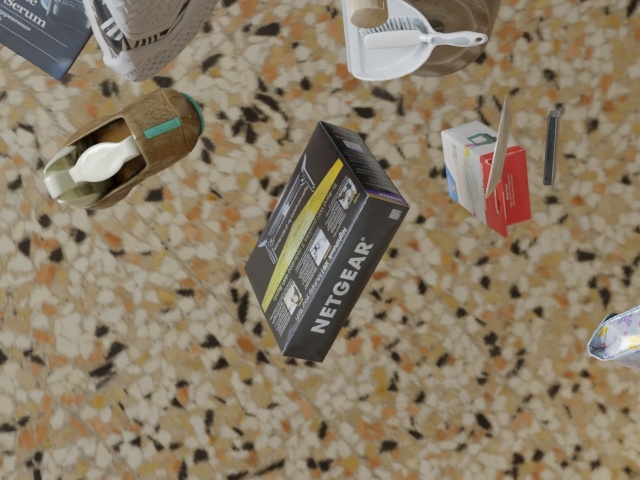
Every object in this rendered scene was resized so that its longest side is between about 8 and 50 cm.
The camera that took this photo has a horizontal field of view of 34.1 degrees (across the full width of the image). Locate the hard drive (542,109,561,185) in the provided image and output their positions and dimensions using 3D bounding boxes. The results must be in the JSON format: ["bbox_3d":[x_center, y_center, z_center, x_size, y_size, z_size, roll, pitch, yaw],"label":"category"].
[{"bbox_3d":[0.454,-0.184,2.050,0.022,0.094,0.135,5,107,15],"label":"hard drive"}]

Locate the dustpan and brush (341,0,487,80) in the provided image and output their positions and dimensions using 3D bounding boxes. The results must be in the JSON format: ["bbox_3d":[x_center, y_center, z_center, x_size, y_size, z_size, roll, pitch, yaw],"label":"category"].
[{"bbox_3d":[0.139,-0.302,1.541,0.211,0.060,0.147,-2,125,7],"label":"dustpan and brush"}]

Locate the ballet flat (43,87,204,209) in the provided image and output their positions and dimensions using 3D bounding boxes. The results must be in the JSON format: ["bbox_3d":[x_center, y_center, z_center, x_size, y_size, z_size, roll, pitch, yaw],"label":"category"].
[{"bbox_3d":[-0.285,-0.101,1.367,0.124,0.342,0.116,-34,101,-40],"label":"ballet flat"}]

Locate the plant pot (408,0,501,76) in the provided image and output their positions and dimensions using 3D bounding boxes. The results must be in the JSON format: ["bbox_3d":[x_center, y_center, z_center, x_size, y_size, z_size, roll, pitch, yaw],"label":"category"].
[{"bbox_3d":[0.185,-0.433,1.780,0.323,0.280,0.323,0,136,0],"label":"plant pot"}]

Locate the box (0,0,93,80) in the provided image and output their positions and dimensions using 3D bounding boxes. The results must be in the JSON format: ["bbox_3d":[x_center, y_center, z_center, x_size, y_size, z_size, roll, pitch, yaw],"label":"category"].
[{"bbox_3d":[-0.406,-0.491,1.574,0.294,0.395,0.212,32,44,-17],"label":"box"}]

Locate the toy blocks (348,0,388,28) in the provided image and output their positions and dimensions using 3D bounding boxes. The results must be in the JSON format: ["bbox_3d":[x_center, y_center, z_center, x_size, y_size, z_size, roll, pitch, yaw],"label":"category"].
[{"bbox_3d":[0.059,-0.405,1.016,0.289,0.309,0.260,25,54,-50],"label":"toy blocks"}]

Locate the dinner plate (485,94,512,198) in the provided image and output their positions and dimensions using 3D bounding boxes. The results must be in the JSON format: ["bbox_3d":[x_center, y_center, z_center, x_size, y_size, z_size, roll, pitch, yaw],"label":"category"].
[{"bbox_3d":[0.241,-0.124,1.398,0.017,0.141,0.141,11,96,7],"label":"dinner plate"}]

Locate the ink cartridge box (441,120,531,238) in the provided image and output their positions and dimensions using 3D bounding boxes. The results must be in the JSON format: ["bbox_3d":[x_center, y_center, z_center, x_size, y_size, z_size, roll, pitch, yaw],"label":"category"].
[{"bbox_3d":[0.296,-0.109,1.812,0.078,0.231,0.134,-17,117,-12],"label":"ink cartridge box"}]

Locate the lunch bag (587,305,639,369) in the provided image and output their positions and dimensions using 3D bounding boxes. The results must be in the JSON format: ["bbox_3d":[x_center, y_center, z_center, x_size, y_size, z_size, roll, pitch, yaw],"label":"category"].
[{"bbox_3d":[0.317,0.099,1.047,0.071,0.083,0.053,18,52,-39],"label":"lunch bag"}]

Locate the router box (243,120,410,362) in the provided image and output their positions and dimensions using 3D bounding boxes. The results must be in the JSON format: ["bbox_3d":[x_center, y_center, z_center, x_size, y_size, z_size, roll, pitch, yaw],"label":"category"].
[{"bbox_3d":[0.000,0.000,1.670,0.081,0.243,0.308,14,118,-29],"label":"router box"}]

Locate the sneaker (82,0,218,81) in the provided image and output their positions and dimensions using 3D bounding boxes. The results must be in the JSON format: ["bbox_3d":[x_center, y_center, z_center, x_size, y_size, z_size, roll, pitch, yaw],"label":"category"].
[{"bbox_3d":[-0.173,-0.296,0.746,0.210,0.365,0.137,32,54,19],"label":"sneaker"}]
